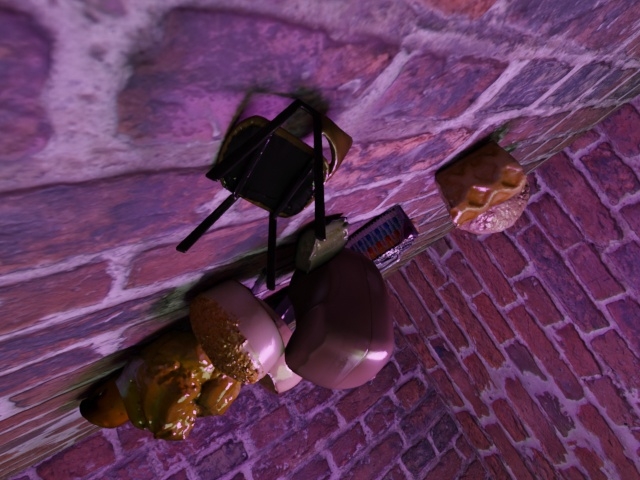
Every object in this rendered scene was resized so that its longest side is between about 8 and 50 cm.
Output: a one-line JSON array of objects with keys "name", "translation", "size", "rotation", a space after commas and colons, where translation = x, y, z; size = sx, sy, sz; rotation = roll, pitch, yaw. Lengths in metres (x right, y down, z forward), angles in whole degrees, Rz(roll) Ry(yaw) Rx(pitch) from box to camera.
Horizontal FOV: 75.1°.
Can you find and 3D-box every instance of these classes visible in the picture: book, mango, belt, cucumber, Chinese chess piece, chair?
[{"name": "book", "translation": [-0.131, 0.108, 1.339], "size": [0.157, 0.026, 0.231], "rotation": [-25, 165, -29]}, {"name": "mango", "translation": [-0.675, 0.537, 1.411], "size": [0.287, 0.152, 0.201], "rotation": [-38, 174, 33]}, {"name": "belt", "translation": [0.220, 0.021, 1.506], "size": [0.295, 0.160, 0.207], "rotation": [-36, 166, 19]}, {"name": "cucumber", "translation": [0.000, 0.000, 1.128], "size": [0.086, 0.115, 0.193], "rotation": [16, -148, 43]}, {"name": "Chinese chess piece", "translation": [-0.189, 0.342, 1.374], "size": [0.140, 0.338, 0.338], "rotation": [-36, 170, -26]}, {"name": "chair", "translation": [-0.056, -0.082, 0.569], "size": [0.159, 0.172, 0.247], "rotation": [-47, -157, 48]}]

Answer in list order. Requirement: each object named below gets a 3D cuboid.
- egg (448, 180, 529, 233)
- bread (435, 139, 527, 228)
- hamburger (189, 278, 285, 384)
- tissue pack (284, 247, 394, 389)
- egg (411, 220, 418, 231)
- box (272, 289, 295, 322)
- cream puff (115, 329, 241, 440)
[{"name": "egg", "translation": [0.642, -0.155, 1.607], "size": [0.310, 0.279, 0.279], "rotation": [-39, 166, 5]}, {"name": "bread", "translation": [0.506, -0.179, 1.349], "size": [0.252, 0.238, 0.196], "rotation": [-29, 132, 15]}, {"name": "hamburger", "translation": [-0.225, 0.244, 1.089], "size": [0.179, 0.276, 0.294], "rotation": [-39, 152, -23]}, {"name": "tissue pack", "translation": [0.062, 0.212, 1.188], "size": [0.277, 0.387, 0.267], "rotation": [20, 125, -18]}, {"name": "egg", "translation": [0.390, -0.048, 1.833], "size": [0.083, 0.071, 0.071], "rotation": [-17, 172, 20]}, {"name": "box", "translation": [-0.206, 0.368, 1.734], "size": [0.350, 0.091, 0.359], "rotation": [-51, 172, -20]}, {"name": "cream puff", "translation": [-0.413, 0.453, 1.272], "size": [0.378, 0.275, 0.378], "rotation": [-7, 142, -5]}]
